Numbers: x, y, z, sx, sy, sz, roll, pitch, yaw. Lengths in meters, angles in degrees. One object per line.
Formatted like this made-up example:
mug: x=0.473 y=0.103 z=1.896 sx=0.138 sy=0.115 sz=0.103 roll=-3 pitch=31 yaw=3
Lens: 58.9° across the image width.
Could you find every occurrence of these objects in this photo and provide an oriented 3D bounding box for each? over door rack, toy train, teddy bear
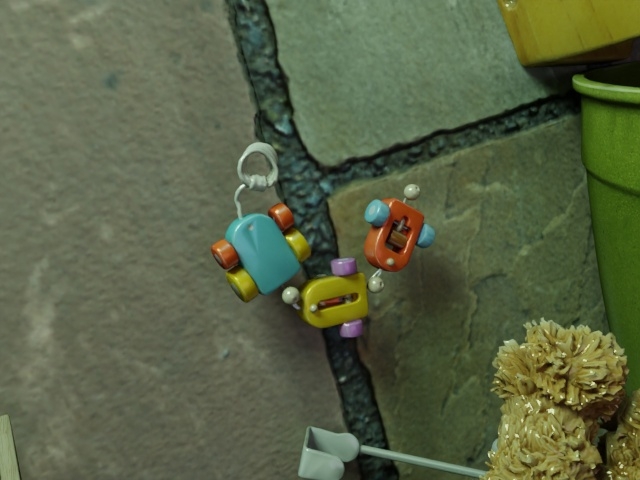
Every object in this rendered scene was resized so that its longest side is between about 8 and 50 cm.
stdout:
over door rack: x=0.108 y=0.286 z=0.458 sx=0.324 sy=0.108 sz=0.239 roll=12 pitch=87 yaw=-11
toy train: x=0.000 y=0.000 z=0.413 sx=0.166 sy=0.046 sz=0.125 roll=20 pitch=84 yaw=-27
teddy bear: x=0.144 y=0.220 z=0.355 sx=0.245 sy=0.113 sz=0.338 roll=45 pitch=82 yaw=-6

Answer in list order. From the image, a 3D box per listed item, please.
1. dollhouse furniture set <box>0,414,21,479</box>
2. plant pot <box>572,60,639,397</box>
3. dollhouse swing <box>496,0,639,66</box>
dollhouse furniture set: x=-0.214 y=0.199 z=0.268 sx=0.151 sy=0.123 sz=0.144 roll=-12 pitch=114 yaw=-31
plant pot: x=0.389 y=0.039 z=0.452 sx=0.367 sy=0.366 sz=0.352 roll=-14 pitch=112 yaw=-23
dollhouse swing: x=0.334 y=-0.286 z=0.374 sx=0.305 sy=0.347 sz=0.315 roll=-31 pitch=105 yaw=-18
